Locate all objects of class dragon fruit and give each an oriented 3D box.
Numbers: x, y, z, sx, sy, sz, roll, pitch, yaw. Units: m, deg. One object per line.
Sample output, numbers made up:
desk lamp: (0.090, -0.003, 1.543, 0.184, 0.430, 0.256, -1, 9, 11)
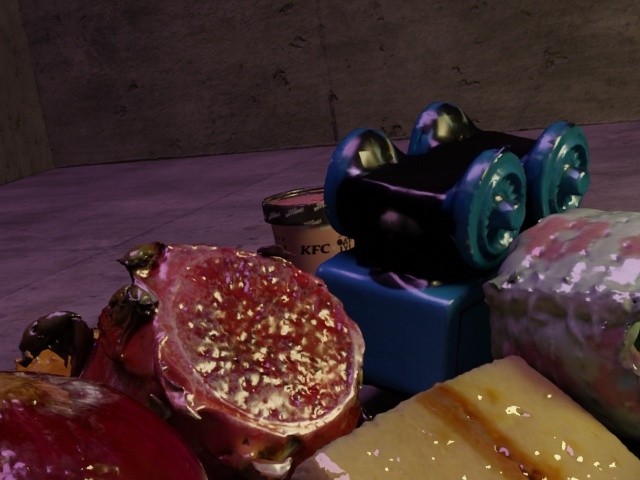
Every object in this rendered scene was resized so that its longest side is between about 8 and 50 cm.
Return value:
dragon fruit: (-0.070, 0.099, 0.755, 0.282, 0.211, 0.147, 22, -33, -20)

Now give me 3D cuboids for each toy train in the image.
toy train: (0.136, 0.012, 0.989, 0.188, 0.265, 0.300, 14, 23, 33)

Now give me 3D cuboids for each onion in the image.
onion: (-0.154, 0.182, 0.596, 0.206, 0.216, 0.207, 7, 12, 33)

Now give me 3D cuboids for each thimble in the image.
thimble: (0.240, 0.065, 0.839, 0.211, 0.185, 0.149, 13, -4, -44)

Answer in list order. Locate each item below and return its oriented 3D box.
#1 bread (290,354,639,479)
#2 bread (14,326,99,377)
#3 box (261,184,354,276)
bread: (0.107, 0.204, 0.715, 0.240, 0.135, 0.178, -20, 50, -41)
bread: (-0.183, 0.149, 0.881, 0.229, 0.143, 0.139, -3, 13, 36)
box: (0.000, 0.000, 1.417, 0.151, 0.135, 0.151, -5, 13, 1)
